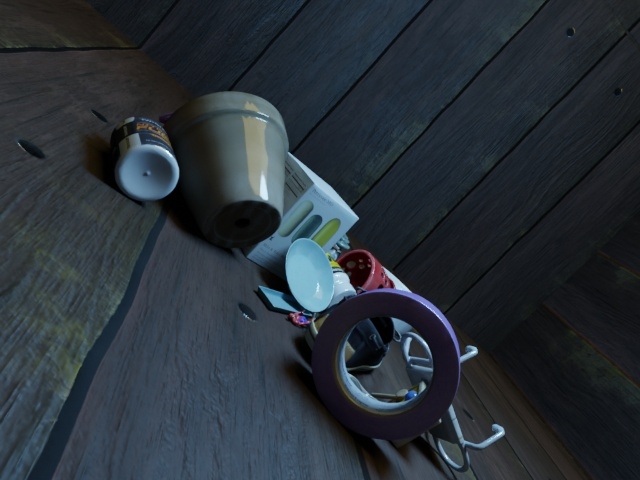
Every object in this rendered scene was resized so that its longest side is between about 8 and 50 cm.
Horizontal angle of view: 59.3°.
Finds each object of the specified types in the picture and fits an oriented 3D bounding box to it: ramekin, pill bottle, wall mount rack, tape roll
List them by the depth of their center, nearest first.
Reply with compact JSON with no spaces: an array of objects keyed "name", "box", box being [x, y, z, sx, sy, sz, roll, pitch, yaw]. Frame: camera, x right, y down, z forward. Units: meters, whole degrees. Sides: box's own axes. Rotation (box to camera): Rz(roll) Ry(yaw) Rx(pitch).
[{"name":"tape roll","box":[0.126,0.231,1.073,0.275,0.275,0.090,45,10,11]},{"name":"pill bottle","box":[-0.393,-0.193,1.237,0.130,0.130,0.245,37,11,-36]},{"name":"wall mount rack","box":[0.285,0.360,1.360,0.304,0.130,0.350,-9,-79,65]},{"name":"pill bottle","box":[0.009,0.110,1.624,0.119,0.119,0.208,32,14,-52]},{"name":"ramekin","box":[0.272,0.235,2.154,0.277,0.135,0.277,43,9,-8]}]

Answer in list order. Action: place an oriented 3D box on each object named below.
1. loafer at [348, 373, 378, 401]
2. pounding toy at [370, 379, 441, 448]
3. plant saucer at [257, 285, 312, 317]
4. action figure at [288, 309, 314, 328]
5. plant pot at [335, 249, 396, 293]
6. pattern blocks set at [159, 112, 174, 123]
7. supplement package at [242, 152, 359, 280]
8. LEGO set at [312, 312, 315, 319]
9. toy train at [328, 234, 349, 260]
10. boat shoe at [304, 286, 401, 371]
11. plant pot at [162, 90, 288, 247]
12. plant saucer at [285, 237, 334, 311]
[{"name":"loafer","box":[0.076,0.324,1.192,0.125,0.045,0.039,43,-9,-5]},{"name":"pounding toy","box":[0.181,0.365,1.227,0.100,0.130,0.141,57,10,6]},{"name":"plant saucer","box":[-0.086,0.151,1.347,0.067,0.018,0.192,49,11,28]},{"name":"action figure","box":[-0.043,0.188,1.336,0.115,0.030,0.038,26,24,-56]},{"name":"plant pot","box":[0.137,0.150,1.782,0.174,0.191,0.191,41,9,-34]},{"name":"pattern blocks set","box":[-0.311,-0.253,1.519,0.325,0.285,0.026,27,54,-48]},{"name":"supplement package","box":[-0.080,-0.058,1.549,0.199,0.262,0.198,35,12,-40]},{"name":"LEGO set","box":[0.002,0.221,1.416,0.083,0.023,0.054,58,13,8]},{"name":"toy train","box":[0.000,0.000,2.082,0.190,0.142,0.334,33,10,-6]},{"name":"boat shoe","box":[0.109,0.218,1.398,0.187,0.156,0.500,53,9,15]},{"name":"plant pot","box":[-0.216,-0.146,1.366,0.323,0.323,0.280,32,34,-50]},{"name":"plant saucer","box":[-0.037,0.092,1.456,0.195,0.037,0.195,25,56,-45]}]
